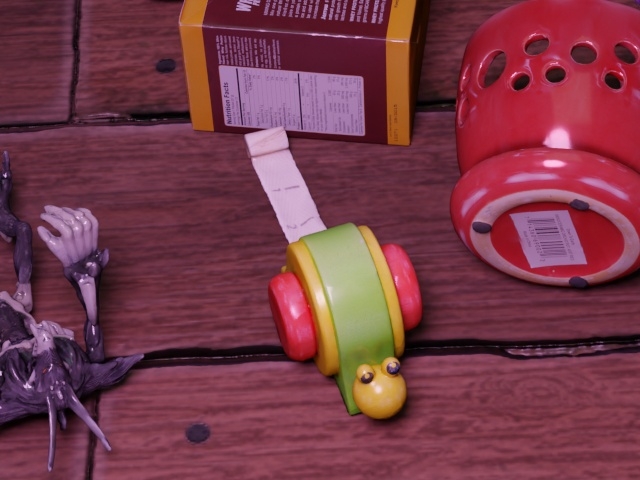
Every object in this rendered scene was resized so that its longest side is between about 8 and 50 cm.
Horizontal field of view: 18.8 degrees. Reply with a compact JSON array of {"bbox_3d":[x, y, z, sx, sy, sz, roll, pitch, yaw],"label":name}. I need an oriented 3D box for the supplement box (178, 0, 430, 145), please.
[{"bbox_3d":[-0.008,-0.200,1.684,0.194,0.129,0.191,5,50,6],"label":"supplement box"}]

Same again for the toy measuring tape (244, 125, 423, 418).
[{"bbox_3d":[0.000,0.000,1.526,0.121,0.121,0.330,-15,51,-9],"label":"toy measuring tape"}]

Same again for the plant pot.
[{"bbox_3d":[0.198,-0.070,1.528,0.191,0.191,0.174,5,57,7],"label":"plant pot"}]

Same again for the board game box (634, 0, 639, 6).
[{"bbox_3d":[0.407,-0.184,1.572,0.347,0.056,0.208,-10,54,-41],"label":"board game box"}]

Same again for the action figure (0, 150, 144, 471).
[{"bbox_3d":[-0.244,0.045,1.486,0.164,0.141,0.276,-24,49,-18],"label":"action figure"}]
